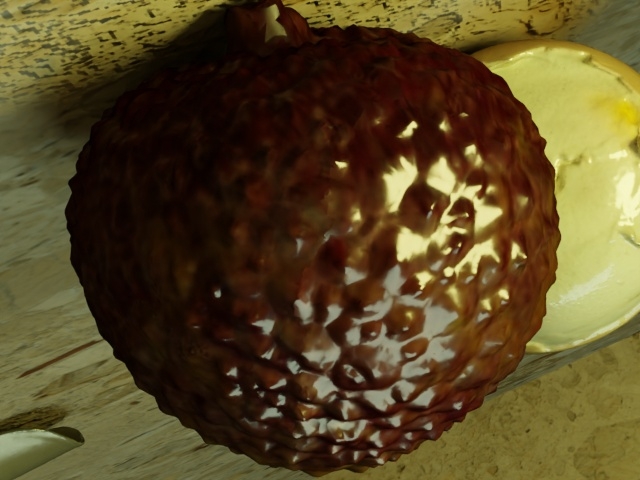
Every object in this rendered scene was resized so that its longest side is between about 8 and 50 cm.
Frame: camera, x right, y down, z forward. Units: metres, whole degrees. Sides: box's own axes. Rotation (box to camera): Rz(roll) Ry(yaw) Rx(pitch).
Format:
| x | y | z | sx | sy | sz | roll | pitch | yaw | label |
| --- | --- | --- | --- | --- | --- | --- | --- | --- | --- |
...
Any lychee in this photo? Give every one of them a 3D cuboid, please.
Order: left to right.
| x | y | z | sx | sy | sz | roll | pitch | yaw | label |
| --- | --- | --- | --- | --- | --- | --- | --- | --- | --- |
| 0.000 | 0.000 | 0.845 | 0.260 | 0.260 | 0.260 | -23 | 167 | -6 | lychee |

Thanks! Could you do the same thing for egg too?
| x | y | z | sx | sy | sz | roll | pitch | yaw | label |
| --- | --- | --- | --- | --- | --- | --- | --- | --- | --- |
| 0.133 | -0.025 | 1.062 | 0.201 | 0.201 | 0.244 | -23 | 177 | -7 | egg |

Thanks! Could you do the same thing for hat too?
| x | y | z | sx | sy | sz | roll | pitch | yaw | label |
| --- | --- | --- | --- | --- | --- | --- | --- | --- | --- |
| -0.308 | 0.248 | 1.537 | 0.173 | 0.144 | 0.166 | -3 | 172 | 10 | hat |
